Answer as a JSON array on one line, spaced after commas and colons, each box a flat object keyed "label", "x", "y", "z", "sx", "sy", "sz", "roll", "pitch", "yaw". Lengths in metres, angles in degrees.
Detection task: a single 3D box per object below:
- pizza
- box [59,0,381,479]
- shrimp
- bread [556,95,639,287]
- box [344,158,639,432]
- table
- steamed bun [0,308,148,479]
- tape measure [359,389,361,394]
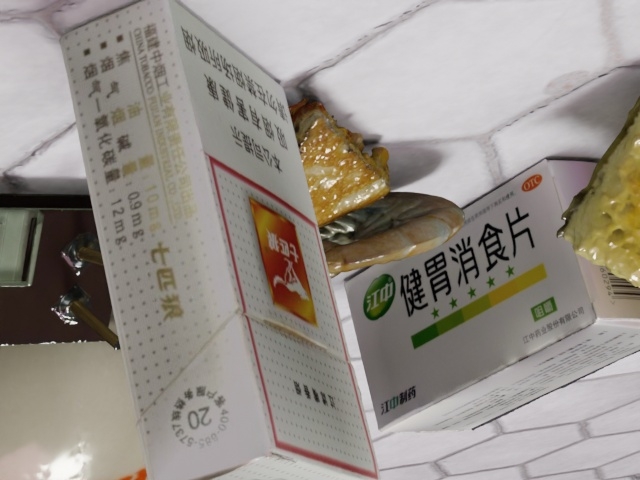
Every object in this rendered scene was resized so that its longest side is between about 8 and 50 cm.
[{"label": "pizza", "x": -0.020, "y": -0.065, "z": 1.429, "sx": 0.188, "sy": 0.062, "sz": 0.199, "roll": -20, "pitch": 157, "yaw": -19}, {"label": "box", "x": -0.067, "y": 0.020, "z": 1.215, "sx": 0.095, "sy": 0.330, "sz": 0.210, "roll": -19, "pitch": 160, "yaw": 17}, {"label": "shrimp", "x": 0.005, "y": 0.005, "z": 1.547, "sx": 0.254, "sy": 0.059, "sz": 0.145, "roll": -9, "pitch": -159, "yaw": -10}, {"label": "bread", "x": 0.355, "y": -0.042, "z": 1.548, "sx": 0.262, "sy": 0.163, "sz": 0.204, "roll": 5, "pitch": 117, "yaw": -49}, {"label": "box", "x": 0.185, "y": 0.066, "z": 1.752, "sx": 0.145, "sy": 0.173, "sz": 0.333, "roll": 6, "pitch": 152, "yaw": -40}, {"label": "table", "x": -0.261, "y": 0.035, "z": 1.384, "sx": 0.240, "sy": 0.121, "sz": 0.111, "roll": -1, "pitch": -160, "yaw": -34}, {"label": "steamed bun", "x": -0.296, "y": 0.175, "z": 1.642, "sx": 0.375, "sy": 0.241, "sz": 0.374, "roll": -11, "pitch": 163, "yaw": -3}, {"label": "tape measure", "x": -0.085, "y": 0.183, "z": 1.802, "sx": 0.245, "sy": 0.231, "sz": 0.149, "roll": -41, "pitch": 113, "yaw": 2}]
